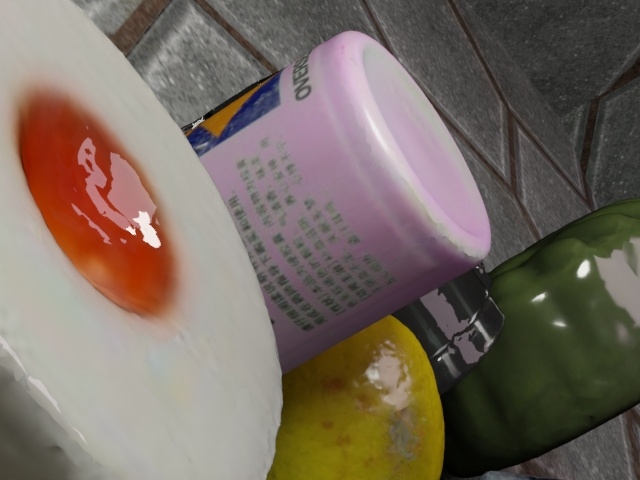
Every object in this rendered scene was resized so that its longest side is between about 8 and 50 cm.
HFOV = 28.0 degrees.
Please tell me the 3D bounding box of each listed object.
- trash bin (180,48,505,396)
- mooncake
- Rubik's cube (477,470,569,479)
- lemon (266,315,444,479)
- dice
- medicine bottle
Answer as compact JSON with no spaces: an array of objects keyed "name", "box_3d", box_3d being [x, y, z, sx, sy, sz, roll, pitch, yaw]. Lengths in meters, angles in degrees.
[{"name":"trash bin","box_3d":[0.000,0.000,1.136,0.252,0.203,0.301,-42,102,-34]},{"name":"mooncake","box_3d":[0.246,0.101,1.366,0.194,0.356,0.356,60,19,9]},{"name":"Rubik's cube","box_3d":[0.255,0.348,0.895,0.304,0.305,0.301,49,48,-64]},{"name":"lemon","box_3d":[0.011,0.145,0.982,0.170,0.170,0.207,-13,98,-70]},{"name":"dice","box_3d":[-0.186,0.042,0.550,0.259,0.251,0.243,52,23,-21]},{"name":"medicine bottle","box_3d":[-0.049,0.004,0.872,0.178,0.290,0.178,50,22,-28]}]
